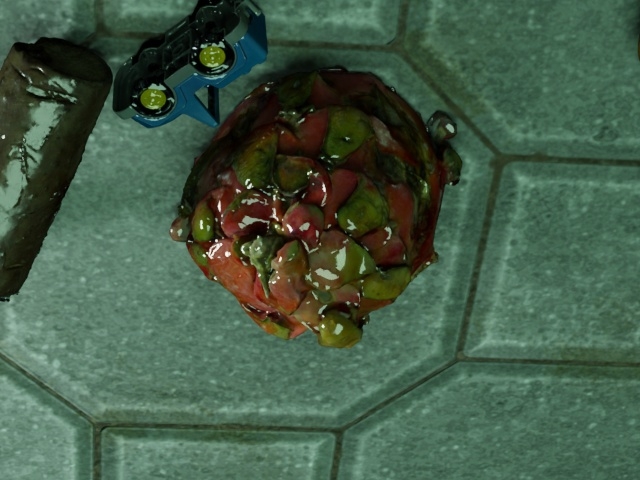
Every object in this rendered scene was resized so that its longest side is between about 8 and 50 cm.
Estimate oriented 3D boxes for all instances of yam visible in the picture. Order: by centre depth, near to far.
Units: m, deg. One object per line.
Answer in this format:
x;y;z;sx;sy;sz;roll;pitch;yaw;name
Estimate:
-0.332;-0.082;1.647;0.131;0.131;0.279;20;108;-20;yam

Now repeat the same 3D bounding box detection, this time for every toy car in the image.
-0.129;-0.185;1.632;0.191;0.097;0.100;-32;126;20;toy car

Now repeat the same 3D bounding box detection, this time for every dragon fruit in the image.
0.000;0.000;1.687;0.296;0.263;0.314;29;122;-26;dragon fruit

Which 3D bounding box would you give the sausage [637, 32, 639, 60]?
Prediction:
0.403;-0.271;1.605;0.098;0.098;0.238;4;127;-7;sausage
